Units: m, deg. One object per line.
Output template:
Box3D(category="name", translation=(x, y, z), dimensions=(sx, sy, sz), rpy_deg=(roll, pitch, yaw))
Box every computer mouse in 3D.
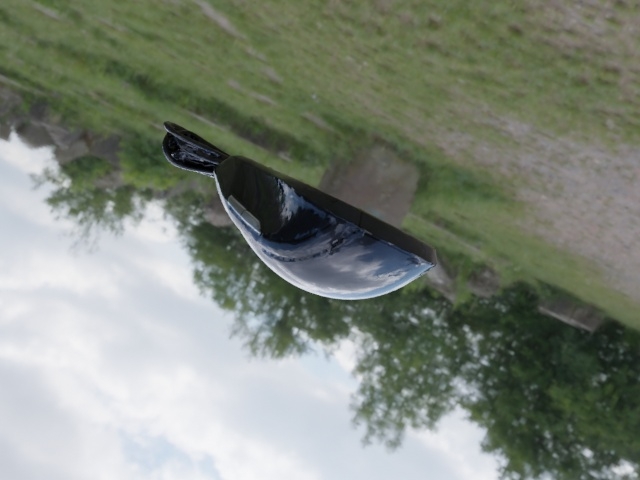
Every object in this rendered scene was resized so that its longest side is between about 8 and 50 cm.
Box3D(category="computer mouse", translation=(0.000, 0.000, 0.580), dimensions=(0.184, 0.060, 0.262), rpy_deg=(26, -178, -40))
